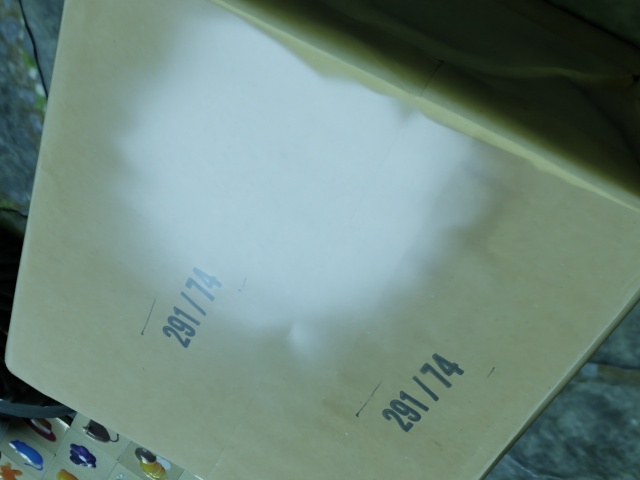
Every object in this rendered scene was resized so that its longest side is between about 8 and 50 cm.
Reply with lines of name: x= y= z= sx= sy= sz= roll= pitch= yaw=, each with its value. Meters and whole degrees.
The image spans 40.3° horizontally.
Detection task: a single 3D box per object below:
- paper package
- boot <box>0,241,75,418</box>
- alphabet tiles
paper package: x=0.000 y=0.000 z=0.514 sx=0.309 sy=0.168 sz=0.325 roll=27 pitch=128 yaw=4
boot: x=-0.368 y=0.094 z=0.766 sx=0.347 sy=0.131 sz=0.260 roll=24 pitch=141 yaw=-10
alphabet tiles: x=-0.221 y=0.299 z=0.916 sx=0.285 sy=0.011 sz=0.342 roll=35 pitch=129 yaw=0
